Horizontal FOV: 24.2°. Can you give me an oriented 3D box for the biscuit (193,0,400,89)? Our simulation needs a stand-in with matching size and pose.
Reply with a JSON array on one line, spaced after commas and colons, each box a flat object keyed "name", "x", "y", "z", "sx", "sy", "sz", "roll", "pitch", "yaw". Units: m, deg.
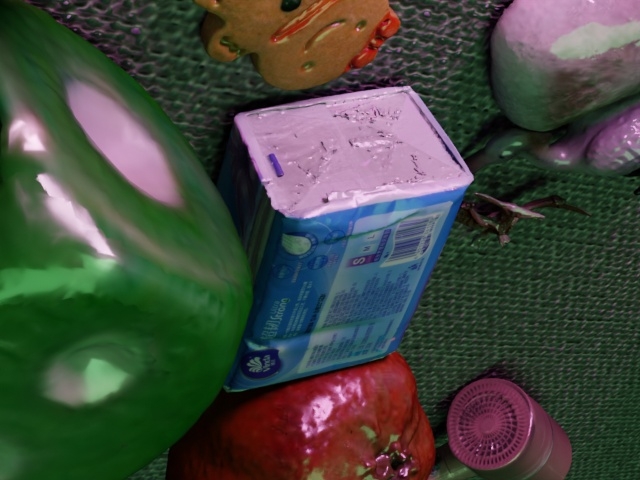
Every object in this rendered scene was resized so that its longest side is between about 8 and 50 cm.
[{"name": "biscuit", "x": -0.016, "y": -0.190, "z": 1.232, "sx": 0.166, "sy": 0.036, "sz": 0.225, "roll": -35, "pitch": 149, "yaw": 6}]

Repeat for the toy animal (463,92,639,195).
[{"name": "toy animal", "x": 0.301, "y": -0.106, "z": 1.559, "sx": 0.324, "sy": 0.090, "sz": 0.195, "roll": -5, "pitch": 150, "yaw": -32}]

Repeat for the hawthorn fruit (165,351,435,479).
[{"name": "hawthorn fruit", "x": -0.047, "y": 0.225, "z": 1.600, "sx": 0.287, "sy": 0.330, "sz": 0.287, "roll": -7, "pitch": 99, "yaw": -51}]

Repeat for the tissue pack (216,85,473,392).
[{"name": "tissue pack", "x": 0.000, "y": 0.000, "z": 1.409, "sx": 0.198, "sy": 0.146, "sz": 0.263, "roll": -11, "pitch": 145, "yaw": -25}]

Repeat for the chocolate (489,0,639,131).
[{"name": "chocolate", "x": 0.308, "y": -0.205, "z": 1.427, "sx": 0.303, "sy": 0.100, "sz": 0.185, "roll": -24, "pitch": 152, "yaw": -3}]

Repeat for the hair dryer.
[{"name": "hair dryer", "x": 0.161, "y": 0.323, "z": 2.063, "sx": 0.352, "sy": 0.125, "sz": 0.210, "roll": -26, "pitch": 151, "yaw": 13}]

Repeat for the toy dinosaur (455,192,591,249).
[{"name": "toy dinosaur", "x": 0.196, "y": -0.024, "z": 1.625, "sx": 0.220, "sy": 0.032, "sz": 0.108, "roll": -4, "pitch": 161, "yaw": -19}]

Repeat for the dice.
[{"name": "dice", "x": -0.247, "y": 0.019, "z": 1.092, "sx": 0.300, "sy": 0.297, "sz": 0.287, "roll": -37, "pitch": 146, "yaw": 13}]
